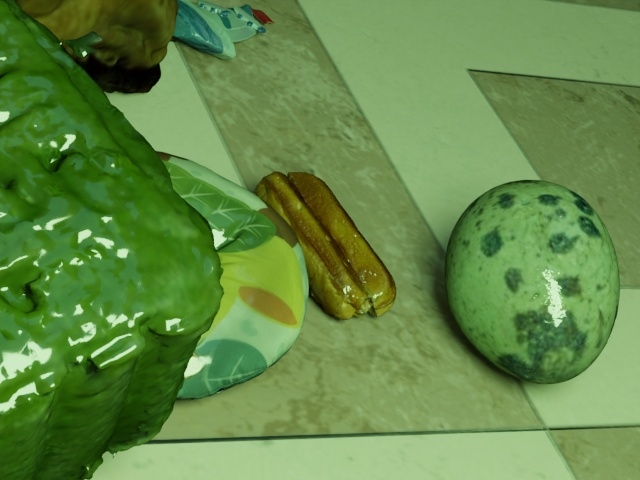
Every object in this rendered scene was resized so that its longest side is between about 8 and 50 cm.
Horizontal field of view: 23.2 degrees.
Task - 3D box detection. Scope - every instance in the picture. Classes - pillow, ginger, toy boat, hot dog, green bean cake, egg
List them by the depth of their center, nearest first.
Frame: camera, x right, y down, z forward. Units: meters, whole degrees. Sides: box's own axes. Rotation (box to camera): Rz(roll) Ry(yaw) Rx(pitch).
[{"bbox_3d":[-0.249,0.006,0.898,0.335,0.218,0.319,-32,72,-30],"label":"green bean cake"},{"bbox_3d":[-0.122,0.022,1.155,0.233,0.086,0.214,32,46,6],"label":"pillow"},{"bbox_3d":[0.171,0.035,1.250,0.141,0.141,0.182,10,47,-20],"label":"egg"},{"bbox_3d":[0.000,0.000,1.275,0.071,0.045,0.165,-7,45,-34],"label":"hot dog"},{"bbox_3d":[-0.234,-0.243,1.309,0.200,0.223,0.269,40,40,26],"label":"ginger"},{"bbox_3d":[-0.099,-0.205,1.507,0.149,0.034,0.105,10,33,-40],"label":"toy boat"}]
